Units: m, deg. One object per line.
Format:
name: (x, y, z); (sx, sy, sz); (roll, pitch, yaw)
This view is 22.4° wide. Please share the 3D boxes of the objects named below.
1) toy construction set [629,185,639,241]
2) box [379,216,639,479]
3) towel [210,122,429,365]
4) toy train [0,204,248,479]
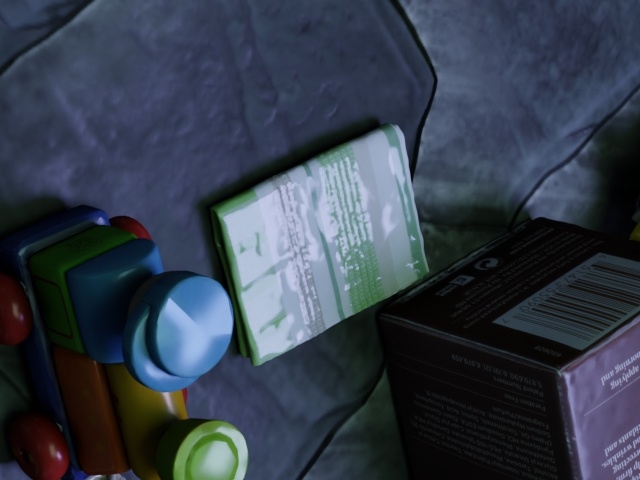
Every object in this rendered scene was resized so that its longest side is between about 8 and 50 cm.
toy construction set: (0.353, -0.014, 1.222); (0.215, 0.151, 0.328); (35, 59, 0)
box: (0.168, 0.118, 1.100); (0.168, 0.167, 0.203); (-29, 118, -34)
towel: (0.000, 0.000, 1.026); (0.152, 0.023, 0.113); (-26, 114, -32)
toy train: (-0.093, 0.113, 0.886); (0.105, 0.143, 0.248); (-26, 116, -34)
